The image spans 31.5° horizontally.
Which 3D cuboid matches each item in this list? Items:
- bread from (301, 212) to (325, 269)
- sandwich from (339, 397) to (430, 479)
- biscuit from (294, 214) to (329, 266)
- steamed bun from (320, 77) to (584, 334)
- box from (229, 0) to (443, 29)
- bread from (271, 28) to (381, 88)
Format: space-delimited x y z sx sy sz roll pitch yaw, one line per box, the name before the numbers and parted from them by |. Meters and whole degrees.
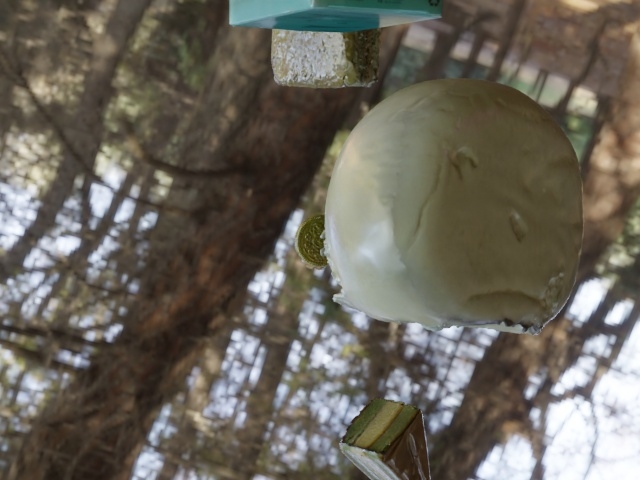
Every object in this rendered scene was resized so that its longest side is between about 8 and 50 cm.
bread | 0.007 -0.003 1.869 0.044 0.111 0.083 28 -178 -8
sandwich | 0.085 0.309 1.507 0.079 0.163 0.113 10 -150 32
biscuit | 0.000 0.000 1.777 0.084 0.084 0.023 15 -177 -19
steamed bun | 0.153 -0.039 1.396 0.333 0.312 0.233 17 169 -38
box | 0.014 -0.367 1.613 0.205 0.118 0.311 1 -175 -25
bread | 0.003 -0.328 1.931 0.196 0.138 0.102 9 -170 30
